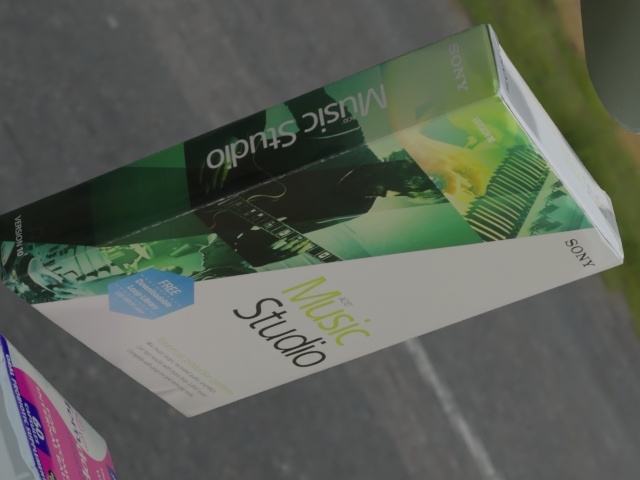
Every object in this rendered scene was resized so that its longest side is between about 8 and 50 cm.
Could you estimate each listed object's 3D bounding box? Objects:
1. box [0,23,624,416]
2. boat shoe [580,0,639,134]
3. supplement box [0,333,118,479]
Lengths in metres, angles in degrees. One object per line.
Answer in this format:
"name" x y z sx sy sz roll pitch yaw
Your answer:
"box" 0.000 0.000 1.178 0.232 0.322 0.058 44 30 -54
"boat shoe" 0.208 -0.161 1.198 0.081 0.079 0.227 7 54 -21
"supplement box" -0.196 0.157 1.173 0.220 0.114 0.111 67 1 -66
